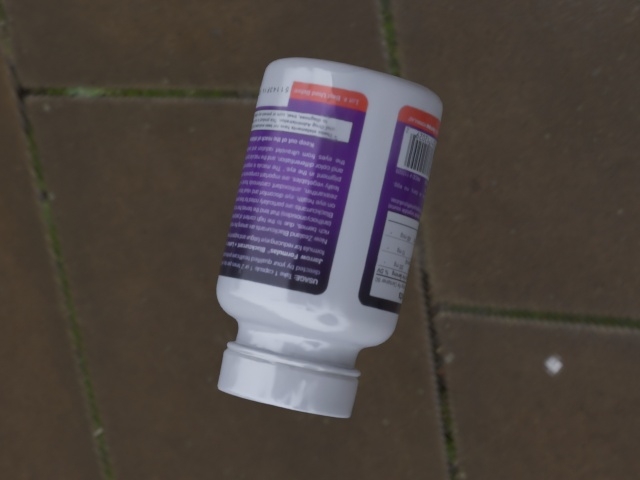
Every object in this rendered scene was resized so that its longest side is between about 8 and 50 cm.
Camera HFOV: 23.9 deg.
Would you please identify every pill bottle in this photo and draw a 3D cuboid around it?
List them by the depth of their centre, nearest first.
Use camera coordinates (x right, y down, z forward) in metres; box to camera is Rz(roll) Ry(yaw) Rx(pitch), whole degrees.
[{"bbox_3d":[0.000,0.000,0.874,0.108,0.108,0.193,11,86,28],"label":"pill bottle"}]
